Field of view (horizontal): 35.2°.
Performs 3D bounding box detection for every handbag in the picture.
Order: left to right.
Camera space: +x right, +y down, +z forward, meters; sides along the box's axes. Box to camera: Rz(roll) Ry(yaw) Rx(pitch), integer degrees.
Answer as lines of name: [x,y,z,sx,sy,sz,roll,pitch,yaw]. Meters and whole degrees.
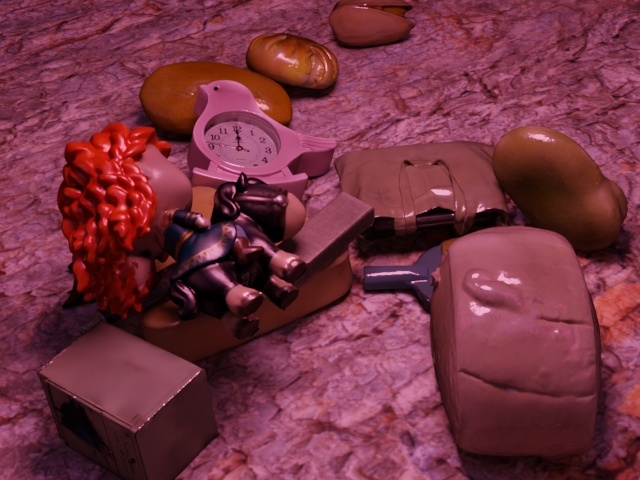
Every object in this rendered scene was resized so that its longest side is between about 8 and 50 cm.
handbag: [0.194,-0.093,1.878,0.316,0.109,0.253,-4,37,-5]

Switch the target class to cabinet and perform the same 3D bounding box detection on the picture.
cabinet: [-0.286,0.244,1.484,0.206,0.145,0.150,21,46,29]

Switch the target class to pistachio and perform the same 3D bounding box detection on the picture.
pistachio: [0.122,-0.533,2.419,0.206,0.131,0.129,-5,81,0]

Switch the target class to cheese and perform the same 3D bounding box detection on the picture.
cheese: [-0.119,0.046,1.743,0.384,0.104,0.384,-4,38,3]

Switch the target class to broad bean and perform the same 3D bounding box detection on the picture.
broad bean: [0.419,-0.096,1.780,0.263,0.189,0.121,47,53,0]

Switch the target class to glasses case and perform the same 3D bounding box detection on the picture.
glasses case: [0.000,0.000,1.661,0.071,0.047,0.205,30,53,28]

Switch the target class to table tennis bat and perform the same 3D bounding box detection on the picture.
table tennis bat: [0.237,0.067,1.731,0.329,0.044,0.215,2,42,6]

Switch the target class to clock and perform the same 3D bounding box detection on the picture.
clock: [-0.116,-0.190,1.989,0.290,0.080,0.275,5,51,-15]

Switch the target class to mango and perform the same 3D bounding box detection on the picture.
mango: [-0.226,-0.307,2.178,0.332,0.142,0.195,1,40,-3]

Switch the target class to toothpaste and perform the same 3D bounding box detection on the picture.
toothpaste: [-0.288,0.090,1.605,0.216,0.037,0.062,-32,42,-25]

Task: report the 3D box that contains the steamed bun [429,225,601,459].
steamed bun: [0.287,0.116,1.483,0.247,0.236,0.383,0,46,3]

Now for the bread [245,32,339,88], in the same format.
bread: [-0.060,-0.406,2.259,0.213,0.104,0.213,11,15,-3]

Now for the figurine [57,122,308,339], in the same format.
figurine: [-0.212,-0.017,1.542,0.412,0.241,0.306,13,64,6]

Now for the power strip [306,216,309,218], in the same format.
power strip: [-0.032,-0.021,1.874,0.048,0.030,0.191,-30,45,-29]

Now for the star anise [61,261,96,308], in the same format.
star anise: [-0.353,0.023,1.783,0.272,0.102,0.272,-35,36,31]
